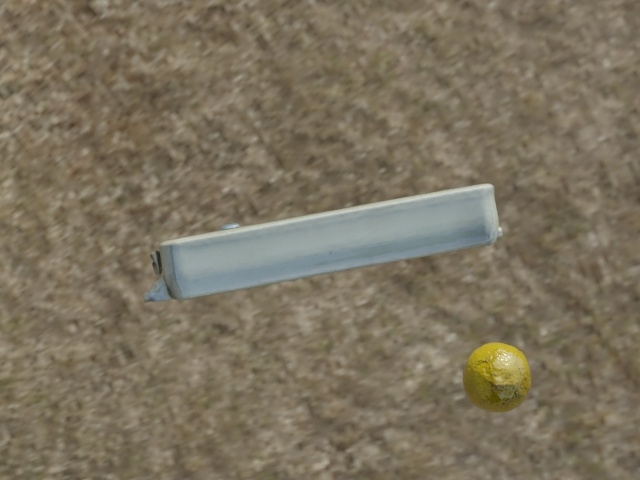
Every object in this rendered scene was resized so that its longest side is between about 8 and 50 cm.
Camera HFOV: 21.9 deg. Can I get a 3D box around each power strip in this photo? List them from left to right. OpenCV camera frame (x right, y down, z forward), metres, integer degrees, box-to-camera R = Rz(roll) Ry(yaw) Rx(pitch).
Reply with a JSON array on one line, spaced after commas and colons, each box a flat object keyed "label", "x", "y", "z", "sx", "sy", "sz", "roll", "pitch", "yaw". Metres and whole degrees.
[{"label": "power strip", "x": 0.000, "y": 0.000, "z": 1.212, "sx": 0.270, "sy": 0.118, "sz": 0.046, "roll": -10, "pitch": 94, "yaw": -8}]

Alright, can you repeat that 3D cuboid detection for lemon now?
[{"label": "lemon", "x": 0.156, "y": 0.121, "z": 1.465, "sx": 0.062, "sy": 0.062, "sz": 0.083, "roll": 61, "pitch": 10, "yaw": -3}]
